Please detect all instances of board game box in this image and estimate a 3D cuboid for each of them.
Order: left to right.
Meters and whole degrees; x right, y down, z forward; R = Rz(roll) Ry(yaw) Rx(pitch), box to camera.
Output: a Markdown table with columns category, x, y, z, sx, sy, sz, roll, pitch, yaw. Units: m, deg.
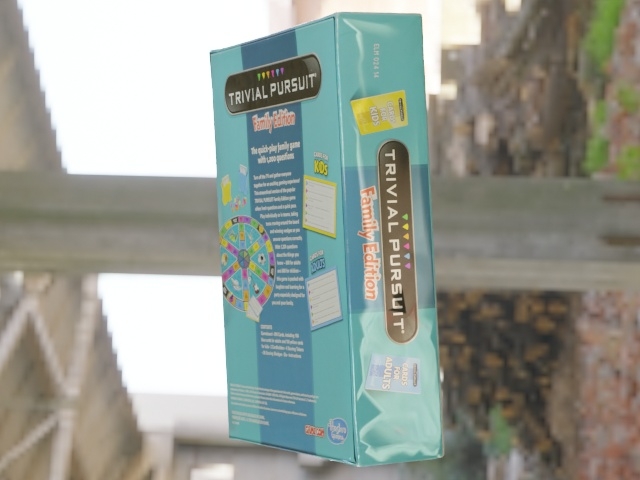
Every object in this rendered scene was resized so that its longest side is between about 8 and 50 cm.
| category | x | y | z | sx | sy | sz | roll | pitch | yaw |
| --- | --- | --- | --- | --- | --- | --- | --- | --- | --- |
| board game box | 0.000 | 0.000 | 1.443 | 0.254 | 0.079 | 0.336 | 178 | 89 | -65 |
